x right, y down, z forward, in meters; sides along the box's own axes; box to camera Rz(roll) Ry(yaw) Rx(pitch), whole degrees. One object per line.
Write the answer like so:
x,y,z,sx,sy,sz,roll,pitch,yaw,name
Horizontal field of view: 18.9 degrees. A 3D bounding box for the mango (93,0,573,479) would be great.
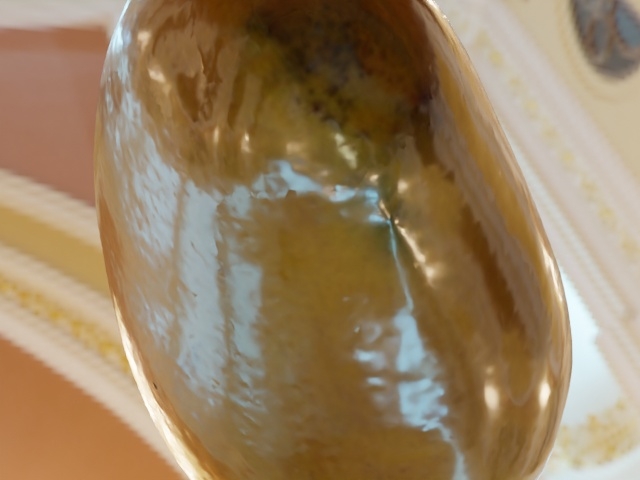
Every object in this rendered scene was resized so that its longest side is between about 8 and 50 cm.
0.000,0.000,0.756,0.173,0.317,0.211,-26,-130,-12,mango
